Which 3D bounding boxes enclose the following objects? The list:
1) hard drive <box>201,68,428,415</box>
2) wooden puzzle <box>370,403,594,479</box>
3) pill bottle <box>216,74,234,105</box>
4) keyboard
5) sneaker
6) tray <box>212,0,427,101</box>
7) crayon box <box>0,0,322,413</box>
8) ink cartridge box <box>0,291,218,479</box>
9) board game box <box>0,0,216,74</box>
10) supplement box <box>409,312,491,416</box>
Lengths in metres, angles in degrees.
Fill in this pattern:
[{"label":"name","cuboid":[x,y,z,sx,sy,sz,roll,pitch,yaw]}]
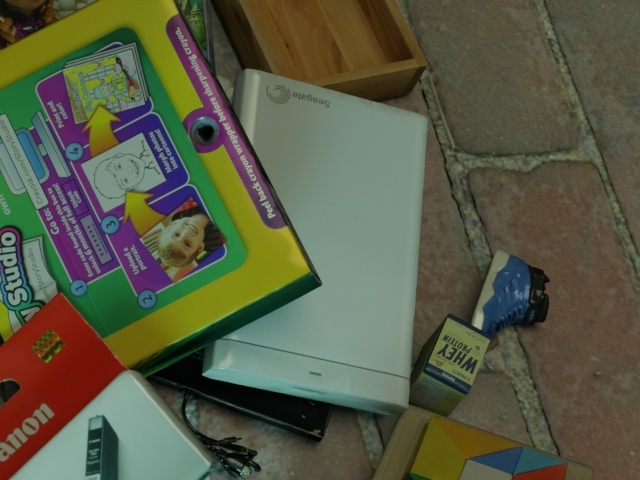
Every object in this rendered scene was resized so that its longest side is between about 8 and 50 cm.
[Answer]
[{"label":"hard drive","cuboid":[0.000,0.000,1.928,0.233,0.047,0.353,14,67,-21]},{"label":"wooden puzzle","cuboid":[0.168,0.263,1.830,0.221,0.044,0.238,18,30,9]},{"label":"pill bottle","cuboid":[-0.071,-0.128,2.030,0.152,0.086,0.086,32,55,0]},{"label":"keyboard","cuboid":[-0.140,0.150,1.876,0.317,0.033,0.201,21,51,-6]},{"label":"sneaker","cuboid":[0.223,0.083,2.027,0.085,0.058,0.152,22,49,4]},{"label":"tray","cuboid":[-0.047,-0.349,2.180,0.203,0.076,0.411,-14,65,-26]},{"label":"crayon box","cuboid":[-0.220,-0.045,1.800,0.313,0.106,0.363,-27,79,2]},{"label":"ink cartridge box","cuboid":[-0.278,0.222,1.684,0.275,0.060,0.239,-43,81,-1]},{"label":"board game box","cuboid":[-0.283,-0.264,1.960,0.319,0.066,0.318,-8,66,3]},{"label":"supplement box","cuboid":[0.141,0.143,1.947,0.056,0.083,0.083,28,55,-3]}]
